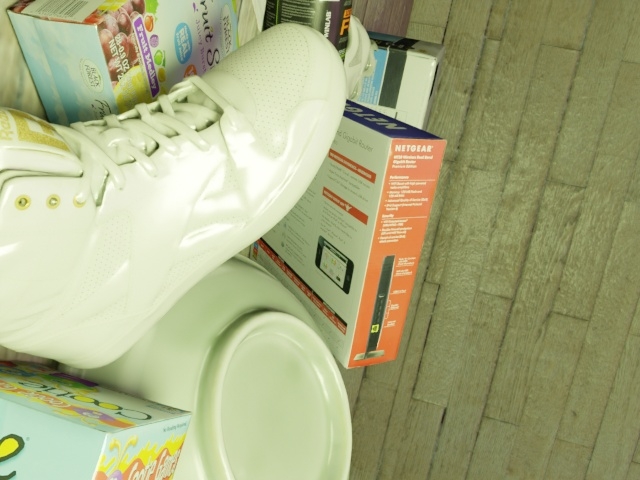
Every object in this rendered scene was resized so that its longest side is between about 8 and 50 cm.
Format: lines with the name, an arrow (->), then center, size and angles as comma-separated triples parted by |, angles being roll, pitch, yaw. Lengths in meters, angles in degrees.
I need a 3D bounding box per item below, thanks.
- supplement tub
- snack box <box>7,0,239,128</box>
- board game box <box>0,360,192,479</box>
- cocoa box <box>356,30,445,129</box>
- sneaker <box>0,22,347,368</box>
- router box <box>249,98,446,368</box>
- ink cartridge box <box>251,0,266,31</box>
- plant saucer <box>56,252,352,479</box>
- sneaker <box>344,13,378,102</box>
supplement tub -> -0.017, -0.307, 0.773 | 0.117, 0.117, 0.190 | -62, 163, -56
snack box -> -0.134, -0.143, 0.465 | 0.175, 0.070, 0.207 | 92, 13, -47
board game box -> -0.204, 0.227, 0.347 | 0.142, 0.144, 0.275 | 64, 42, -76
cocoa box -> 0.137, -0.336, 1.285 | 0.347, 0.227, 0.232 | -57, 159, -63
sneaker -> -0.110, -0.046, 0.337 | 0.292, 0.108, 0.169 | -49, 153, -1
router box -> 0.011, -0.041, 0.806 | 0.335, 0.082, 0.301 | 41, -52, 52
ink cartridge box -> -0.073, -0.342, 0.503 | 0.189, 0.066, 0.232 | 77, 24, -71
plant saucer -> -0.065, 0.185, 0.579 | 0.400, 0.100, 0.401 | 34, 46, -45
sneaker -> -0.006, -0.250, 0.992 | 0.146, 0.122, 0.331 | 36, 67, -60
